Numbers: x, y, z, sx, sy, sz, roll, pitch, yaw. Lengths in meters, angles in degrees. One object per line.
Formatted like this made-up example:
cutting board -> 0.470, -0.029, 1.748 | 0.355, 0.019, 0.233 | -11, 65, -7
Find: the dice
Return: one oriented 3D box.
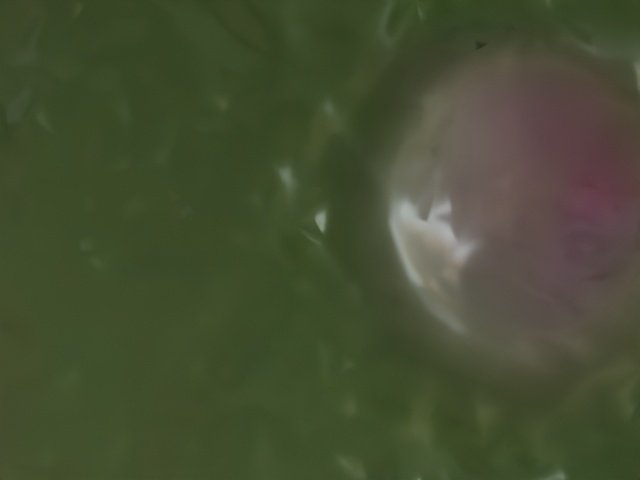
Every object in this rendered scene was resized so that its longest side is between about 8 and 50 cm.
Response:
dice -> 0.000, 0.000, 0.533 | 0.318, 0.330, 0.322 | 25, 82, -14
